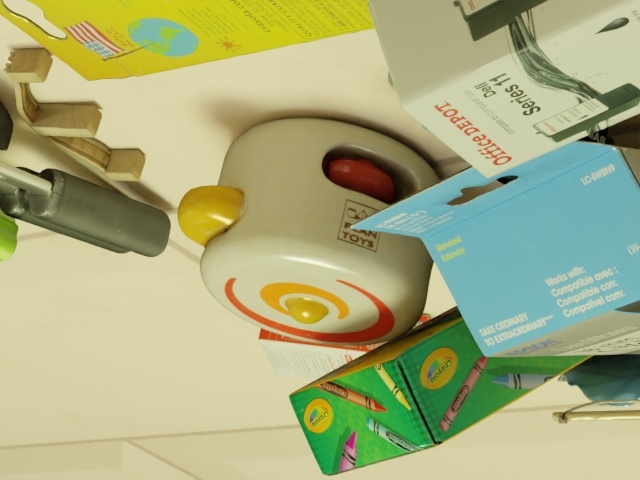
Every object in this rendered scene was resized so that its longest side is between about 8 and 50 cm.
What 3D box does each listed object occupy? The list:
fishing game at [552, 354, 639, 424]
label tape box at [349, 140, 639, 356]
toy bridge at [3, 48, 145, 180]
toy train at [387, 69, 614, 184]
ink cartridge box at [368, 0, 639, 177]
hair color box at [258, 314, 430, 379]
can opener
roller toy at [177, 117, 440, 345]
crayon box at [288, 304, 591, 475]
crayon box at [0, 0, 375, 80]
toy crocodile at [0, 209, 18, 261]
[{"bbox_3d":[0.298,0.112,1.592,0.189,0.041,0.264,-4,-165,27],"label":"fishing game"},{"bbox_3d":[0.227,0.014,1.401,0.333,0.106,0.240,2,164,-32],"label":"label tape box"},{"bbox_3d":[-0.216,-0.102,1.589,0.063,0.026,0.188,3,154,26],"label":"toy bridge"},{"bbox_3d":[0.130,-0.097,1.370,0.184,0.080,0.105,27,158,-30],"label":"toy train"},{"bbox_3d":[0.155,-0.133,1.155,0.208,0.087,0.153,-23,155,20],"label":"ink cartridge box"},{"bbox_3d":[0.031,0.106,1.892,0.167,0.053,0.093,7,154,15],"label":"hair color box"},{"bbox_3d":[-0.237,-0.062,1.643,0.076,0.095,0.283,6,170,37],"label":"can opener"},{"bbox_3d":[0.000,0.000,1.558,0.191,0.146,0.209,0,153,25],"label":"roller toy"},{"bbox_3d":[0.131,0.097,1.592,0.278,0.081,0.165,-25,180,-36],"label":"crayon box"},{"bbox_3d":[-0.095,-0.205,1.237,0.318,0.081,0.202,-7,150,35],"label":"crayon box"},{"bbox_3d":[-0.386,-0.007,1.741,0.115,0.105,0.340,31,165,-36],"label":"toy crocodile"}]
